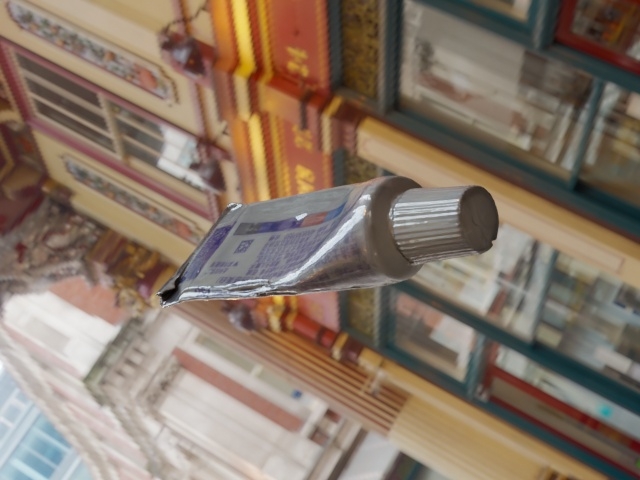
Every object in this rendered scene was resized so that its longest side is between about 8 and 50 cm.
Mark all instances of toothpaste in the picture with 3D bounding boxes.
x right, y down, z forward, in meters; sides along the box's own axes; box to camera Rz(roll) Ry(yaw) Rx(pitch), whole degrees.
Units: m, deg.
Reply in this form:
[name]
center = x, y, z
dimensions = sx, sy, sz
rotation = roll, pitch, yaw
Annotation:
[toothpaste]
center = -0.001, 0.000, 0.765
dimensions = 0.099, 0.282, 0.068
rotation = -20, -82, -44
